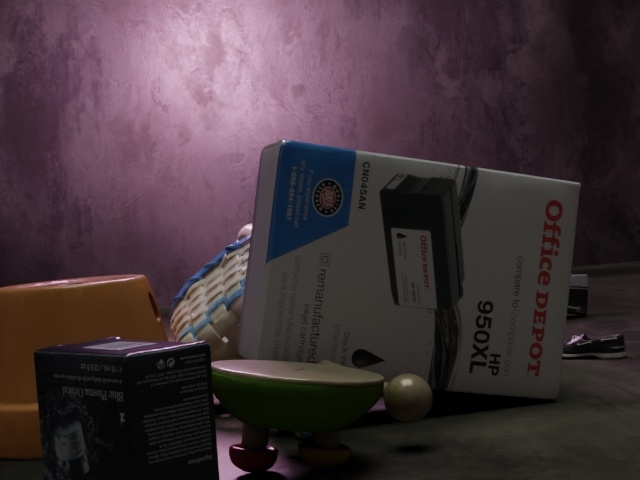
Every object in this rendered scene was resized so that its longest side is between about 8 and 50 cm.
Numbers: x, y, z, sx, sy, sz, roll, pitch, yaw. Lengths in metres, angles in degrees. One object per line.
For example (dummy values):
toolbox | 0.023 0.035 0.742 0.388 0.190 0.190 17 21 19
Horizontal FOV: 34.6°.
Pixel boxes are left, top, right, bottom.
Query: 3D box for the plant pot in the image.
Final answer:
plant pot | -0.320 0.154 1.357 0.291 0.203 0.291 -5 2 0

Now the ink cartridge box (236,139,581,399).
ink cartridge box | 0.111 0.040 1.321 0.395 0.285 0.166 7 -1 -13

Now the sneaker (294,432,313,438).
sneaker | 0.000 0.195 1.256 0.078 0.067 0.188 -11 -2 4

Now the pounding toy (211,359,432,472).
pounding toy | -0.011 0.188 1.075 0.183 0.110 0.237 3 -3 42

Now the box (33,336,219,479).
box | -0.176 0.172 0.930 0.093 0.158 0.156 -5 1 -45

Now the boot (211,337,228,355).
boot | -0.121 0.195 1.659 0.247 0.083 0.161 -8 9 -5

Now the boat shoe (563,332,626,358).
boat shoe | 0.417 0.164 1.615 0.125 0.038 0.046 -4 2 37

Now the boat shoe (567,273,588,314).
boat shoe | 0.412 0.121 2.158 0.306 0.105 0.113 1 -4 -13

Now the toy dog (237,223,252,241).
toy dog | 0.000 0.000 2.357 0.395 0.407 0.284 -5 2 25

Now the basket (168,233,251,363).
basket | -0.101 0.103 1.527 0.255 0.201 0.289 -40 20 13
